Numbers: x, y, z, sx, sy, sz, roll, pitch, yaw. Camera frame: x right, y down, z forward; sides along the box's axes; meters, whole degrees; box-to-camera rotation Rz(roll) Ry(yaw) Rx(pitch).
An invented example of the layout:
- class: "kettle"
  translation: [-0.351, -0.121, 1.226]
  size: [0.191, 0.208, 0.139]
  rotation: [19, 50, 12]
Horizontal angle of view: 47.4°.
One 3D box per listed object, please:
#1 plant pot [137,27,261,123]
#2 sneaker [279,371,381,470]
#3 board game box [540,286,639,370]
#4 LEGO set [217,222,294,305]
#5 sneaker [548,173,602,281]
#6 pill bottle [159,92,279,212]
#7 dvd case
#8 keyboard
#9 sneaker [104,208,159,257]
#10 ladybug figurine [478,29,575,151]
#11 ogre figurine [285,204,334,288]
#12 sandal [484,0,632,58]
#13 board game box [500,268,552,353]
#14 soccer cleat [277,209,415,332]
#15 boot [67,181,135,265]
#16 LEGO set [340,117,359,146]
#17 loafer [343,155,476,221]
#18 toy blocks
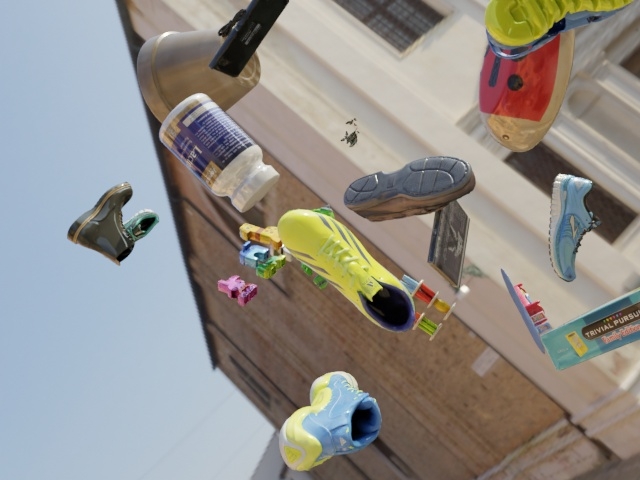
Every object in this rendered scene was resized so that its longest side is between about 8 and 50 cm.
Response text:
- class: "plant pot"
  translation: [-0.348, -0.518, 2.237]
  size: [0.280, 0.323, 0.323]
  rotation: [-15, 3, 32]
- class: "sneaker"
  translation: [0.040, 0.245, 1.019]
  size: [0.126, 0.091, 0.240]
  rotation: [-15, 10, 23]
- class: "board game box"
  translation: [0.608, 0.118, 1.334]
  size: [0.254, 0.079, 0.336]
  rotation: [-16, -16, -35]
- class: "LEGO set"
  translation: [-0.125, 0.020, 1.395]
  size: [0.227, 0.093, 0.087]
  rotation: [-43, -36, -51]
- class: "sneaker"
  translation: [0.380, -0.017, 1.087]
  size: [0.063, 0.073, 0.162]
  rotation: [-13, -75, -68]
- class: "pill bottle"
  translation: [-0.229, -0.198, 1.679]
  size: [0.153, 0.265, 0.153]
  rotation: [-45, -5, -5]
- class: "dvd case"
  translation: [0.274, -0.003, 1.544]
  size: [0.221, 0.018, 0.164]
  rotation: [34, -116, -60]
- class: "keyboard"
  translation: [-0.136, -0.377, 1.297]
  size: [0.180, 0.023, 0.108]
  rotation: [-53, -23, 16]
- class: "sneaker"
  translation: [-0.454, -0.020, 1.744]
  size: [0.166, 0.065, 0.076]
  rotation: [-45, 22, -24]
- class: "ladybug figurine"
  translation: [0.554, -0.474, 2.022]
  size: [0.162, 0.305, 0.449]
  rotation: [5, -78, -21]
- class: "ogre figurine"
  translation: [0.000, 0.000, 1.714]
  size: [0.118, 0.197, 0.097]
  rotation: [-30, -32, 19]
- class: "sandal"
  translation: [0.412, -0.410, 1.279]
  size: [0.317, 0.126, 0.138]
  rotation: [-21, -9, -9]
- class: "board game box"
  translation: [0.375, 0.120, 1.304]
  size: [0.033, 0.168, 0.133]
  rotation: [-26, -21, 7]
- class: "soccer cleat"
  translation: [0.052, 0.050, 1.213]
  size: [0.093, 0.289, 0.121]
  rotation: [-49, 17, 3]
- class: "boot"
  translation: [-0.452, -0.034, 1.645]
  size: [0.198, 0.137, 0.077]
  rotation: [-55, -9, -35]
- class: "LEGO set"
  translation: [0.078, -0.254, 1.752]
  size: [0.023, 0.054, 0.083]
  rotation: [34, -115, -40]
- class: "loafer"
  translation: [0.188, -0.096, 1.476]
  size: [0.095, 0.302, 0.109]
  rotation: [44, -127, -36]
- class: "toy blocks"
  translation: [0.248, 0.164, 1.830]
  size: [0.123, 0.148, 0.054]
  rotation: [-60, -12, 24]
